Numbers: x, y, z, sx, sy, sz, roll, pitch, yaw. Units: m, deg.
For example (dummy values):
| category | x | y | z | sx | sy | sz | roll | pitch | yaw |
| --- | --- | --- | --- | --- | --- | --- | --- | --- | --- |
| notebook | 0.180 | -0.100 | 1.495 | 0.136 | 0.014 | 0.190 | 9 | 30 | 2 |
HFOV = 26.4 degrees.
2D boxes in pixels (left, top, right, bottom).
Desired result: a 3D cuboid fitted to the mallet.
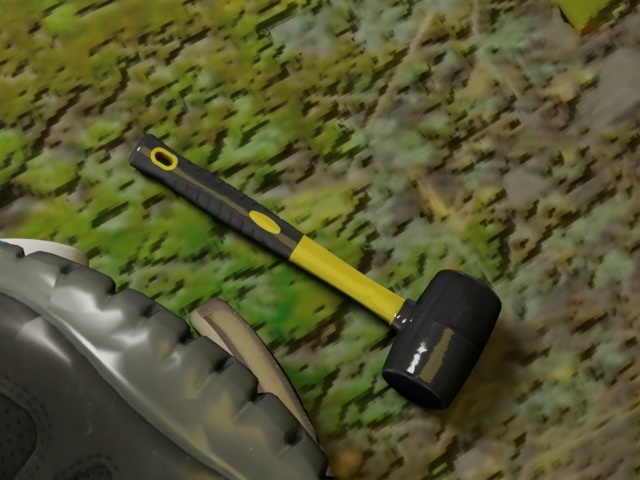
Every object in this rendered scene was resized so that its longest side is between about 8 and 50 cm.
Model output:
| category | x | y | z | sx | sy | sz | roll | pitch | yaw |
| --- | --- | --- | --- | --- | --- | --- | --- | --- | --- |
| mallet | 0.000 | 0.000 | 0.644 | 0.189 | 0.039 | 0.062 | 39 | 70 | 3 |

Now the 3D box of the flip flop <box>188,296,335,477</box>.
| category | x | y | z | sx | sy | sz | roll | pitch | yaw |
| --- | --- | --- | --- | --- | --- | --- | --- | --- | --- |
| flip flop | -0.019 | 0.158 | 0.565 | 0.080 | 0.112 | 0.277 | -13 | 83 | -3 |

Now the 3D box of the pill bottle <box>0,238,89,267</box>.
| category | x | y | z | sx | sy | sz | roll | pitch | yaw |
| --- | --- | --- | --- | --- | --- | --- | --- | --- | --- |
| pill bottle | -0.125 | 0.081 | 0.559 | 0.086 | 0.086 | 0.152 | 1 | 75 | -14 |

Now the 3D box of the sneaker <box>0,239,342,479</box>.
| category | x | y | z | sx | sy | sz | roll | pitch | yaw |
| --- | --- | --- | --- | --- | --- | --- | --- | --- | --- |
| sneaker | -0.043 | 0.121 | 0.419 | 0.340 | 0.125 | 0.140 | 33 | 68 | 19 |
